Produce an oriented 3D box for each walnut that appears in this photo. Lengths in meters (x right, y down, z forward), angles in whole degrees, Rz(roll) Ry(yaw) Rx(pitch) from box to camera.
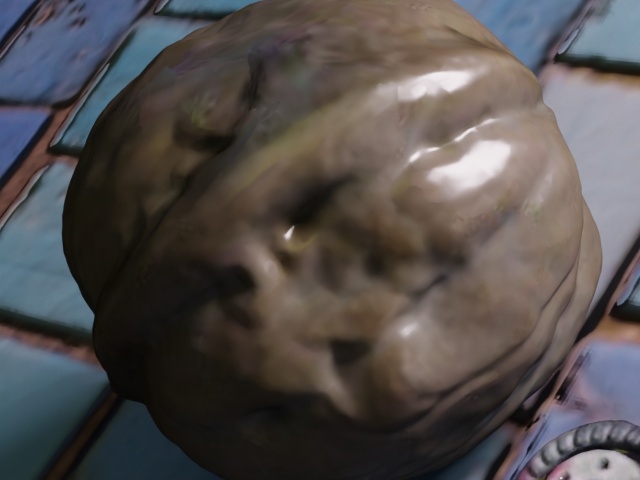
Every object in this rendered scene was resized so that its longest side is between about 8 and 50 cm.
[{"bbox_3d":[0.000,0.000,0.800,0.224,0.224,0.224,-22,40,20],"label":"walnut"}]

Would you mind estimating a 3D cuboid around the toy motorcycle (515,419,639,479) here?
[{"bbox_3d":[0.189,0.100,0.623,0.260,0.110,0.171,-19,55,14],"label":"toy motorcycle"}]
